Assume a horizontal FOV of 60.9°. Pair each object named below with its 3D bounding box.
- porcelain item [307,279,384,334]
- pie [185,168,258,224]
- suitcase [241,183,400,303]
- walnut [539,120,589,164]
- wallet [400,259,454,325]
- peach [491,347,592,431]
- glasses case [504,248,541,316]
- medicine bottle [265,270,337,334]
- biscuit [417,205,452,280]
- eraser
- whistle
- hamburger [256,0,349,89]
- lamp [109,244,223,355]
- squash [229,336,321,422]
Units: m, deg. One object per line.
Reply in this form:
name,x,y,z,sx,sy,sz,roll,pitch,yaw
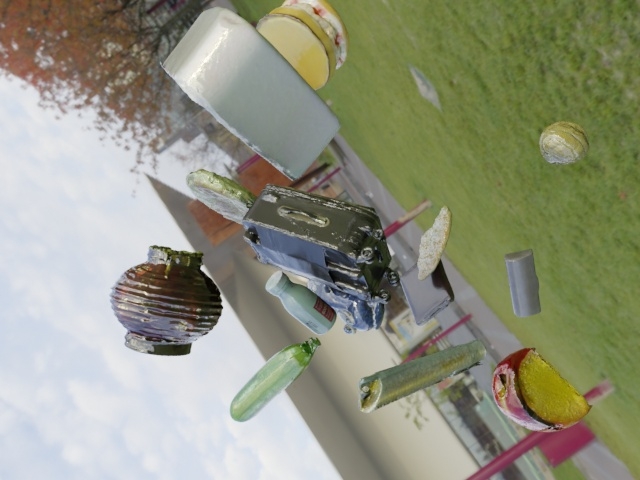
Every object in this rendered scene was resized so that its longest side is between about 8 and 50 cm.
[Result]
porcelain item,0.076,0.161,1.693,0.288,0.138,0.186,28,131,38
pie,-0.295,-0.135,1.753,0.306,0.071,0.306,20,166,5
suitcase,0.000,0.000,1.506,0.433,0.194,0.283,15,152,29
walnut,0.452,-0.180,1.014,0.092,0.092,0.092,53,-177,-5
wallet,0.369,0.165,1.881,0.049,0.182,0.229,30,-149,-31
peach,0.376,0.267,0.953,0.172,0.127,0.092,24,149,-14
glasses case,0.528,0.113,1.416,0.042,0.071,0.191,-85,-21,-60
medicine bottle,-0.055,0.174,1.537,0.216,0.090,0.090,42,-172,-23
biscuit,0.382,0.010,1.834,0.040,0.266,0.188,19,-174,-9
eraser,-0.110,-0.246,0.952,0.331,0.150,0.331,41,-177,-2
whistle,0.207,0.263,1.095,0.057,0.326,0.068,12,108,56
hamburger,-0.055,-0.598,1.647,0.302,0.186,0.261,-13,125,50
lamp,-0.328,0.125,1.169,0.247,0.247,0.247,53,-177,-5
squash,-0.141,0.409,1.612,0.101,0.378,0.101,40,-161,-17
